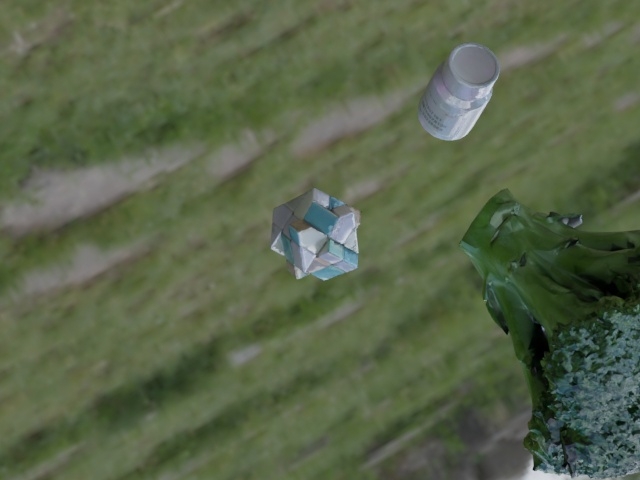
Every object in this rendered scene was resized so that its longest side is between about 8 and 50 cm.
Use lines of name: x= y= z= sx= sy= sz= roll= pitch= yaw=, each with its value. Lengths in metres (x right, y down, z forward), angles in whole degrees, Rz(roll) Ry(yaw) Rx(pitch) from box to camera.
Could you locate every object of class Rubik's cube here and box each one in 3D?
Rubik's cube: x=-0.003 y=0.000 z=1.476 sx=0.075 sy=0.073 sz=0.084 roll=18 pitch=151 yaw=-22

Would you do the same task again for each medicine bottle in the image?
medicine bottle: x=0.116 y=-0.125 z=1.340 sx=0.052 sy=0.052 sz=0.089 roll=-27 pitch=164 yaw=-23

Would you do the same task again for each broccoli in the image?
broccoli: x=0.235 y=0.049 z=1.305 sx=0.269 sy=0.269 sz=0.254 roll=-27 pitch=148 yaw=-24
